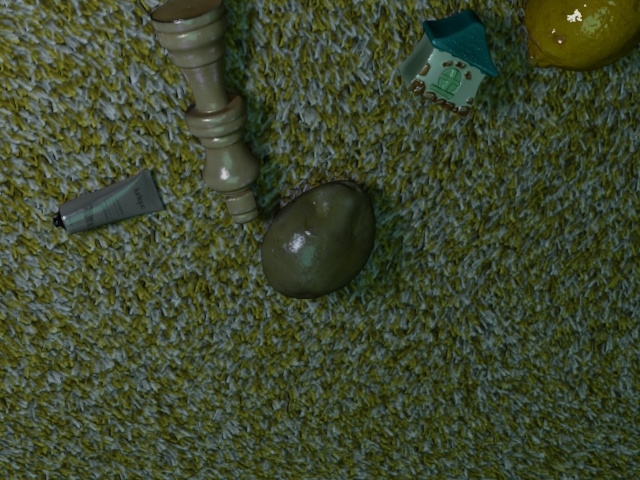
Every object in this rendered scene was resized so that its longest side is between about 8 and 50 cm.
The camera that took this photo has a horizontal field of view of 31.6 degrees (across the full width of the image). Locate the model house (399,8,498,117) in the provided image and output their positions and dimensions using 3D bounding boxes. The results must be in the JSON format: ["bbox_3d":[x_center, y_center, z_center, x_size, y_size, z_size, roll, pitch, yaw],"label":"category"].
[{"bbox_3d":[0.219,-0.300,1.855,0.127,0.100,0.149,23,113,-18],"label":"model house"}]

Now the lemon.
[{"bbox_3d":[0.427,-0.367,1.788,0.256,0.188,0.188,-40,116,11],"label":"lemon"}]

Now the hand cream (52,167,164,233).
[{"bbox_3d":[-0.372,-0.059,1.960,0.186,0.054,0.087,-19,123,-3],"label":"hand cream"}]

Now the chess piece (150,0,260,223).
[{"bbox_3d":[-0.173,-0.201,1.866,0.117,0.117,0.397,-12,121,1],"label":"chess piece"}]

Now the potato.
[{"bbox_3d":[0.000,0.000,1.972,0.235,0.160,0.178,-58,149,9],"label":"potato"}]
